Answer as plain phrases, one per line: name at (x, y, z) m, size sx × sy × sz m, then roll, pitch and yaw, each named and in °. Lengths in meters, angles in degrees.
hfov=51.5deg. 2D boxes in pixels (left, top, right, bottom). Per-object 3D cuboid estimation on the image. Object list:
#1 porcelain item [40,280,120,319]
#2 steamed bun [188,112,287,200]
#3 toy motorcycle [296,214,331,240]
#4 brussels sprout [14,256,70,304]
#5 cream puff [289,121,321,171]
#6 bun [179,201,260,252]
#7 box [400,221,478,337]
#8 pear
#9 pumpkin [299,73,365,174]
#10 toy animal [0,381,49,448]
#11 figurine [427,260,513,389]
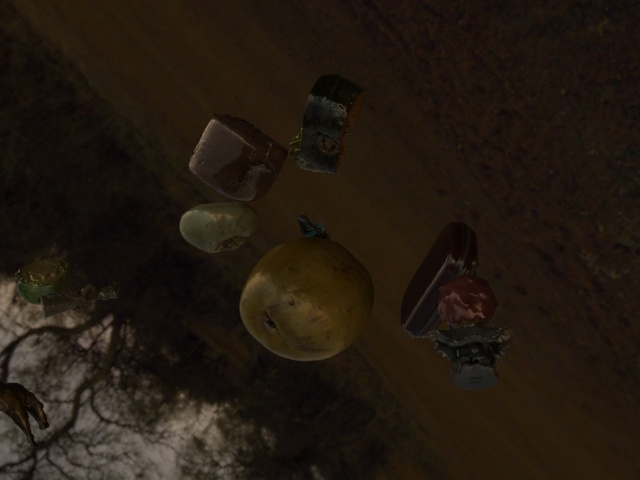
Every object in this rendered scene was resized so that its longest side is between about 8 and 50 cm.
porcelain item at (-0.659, 0.161, 1.840) m, size 0.054 × 0.213 × 0.084 m, roll 61°, pitch 149°, yaw 29°
steamed bun at (-0.241, -0.245, 2.088) m, size 0.301 × 0.251 × 0.199 m, roll 18°, pitch -170°, yaw -43°
toy motorcycle at (0.000, 0.000, 1.775) m, size 0.100 × 0.058 × 0.173 m, roll 14°, pitch 145°, yaw 55°
brussels sprout at (-0.803, 0.127, 1.942) m, size 0.149 × 0.151 × 0.122 m, roll 48°, pitch 149°, yaw 38°
cream puff at (-0.001, -0.333, 2.289) m, size 0.194 × 0.195 × 0.221 m, roll 40°, pitch 177°, yaw 8°
bun at (-0.277, -0.027, 1.842) m, size 0.222 × 0.222 × 0.127 m, roll 119°, pitch 146°, yaw -76°
box at (0.375, 0.130, 2.111) m, size 0.108 × 0.263 × 0.404 m, roll 21°, pitch 129°, yaw -5°
pear at (-0.028, 0.141, 1.584) m, size 0.314 × 0.314 × 0.314 m, roll 39°, pitch 166°, yaw 12°
pumpkin at (0.036, -0.357, 1.969) m, size 0.139 × 0.190 × 0.280 m, roll 23°, pitch 150°, yaw 7°
toy animal at (-0.673, 0.348, 1.416) m, size 0.149 × 0.054 × 0.275 m, roll -111°, pitch -4°, yaw -48°
figurine at (0.380, 0.201, 1.704) m, size 0.207 × 0.387 × 0.166 m, roll -10°, pitch 129°, yaw 14°
